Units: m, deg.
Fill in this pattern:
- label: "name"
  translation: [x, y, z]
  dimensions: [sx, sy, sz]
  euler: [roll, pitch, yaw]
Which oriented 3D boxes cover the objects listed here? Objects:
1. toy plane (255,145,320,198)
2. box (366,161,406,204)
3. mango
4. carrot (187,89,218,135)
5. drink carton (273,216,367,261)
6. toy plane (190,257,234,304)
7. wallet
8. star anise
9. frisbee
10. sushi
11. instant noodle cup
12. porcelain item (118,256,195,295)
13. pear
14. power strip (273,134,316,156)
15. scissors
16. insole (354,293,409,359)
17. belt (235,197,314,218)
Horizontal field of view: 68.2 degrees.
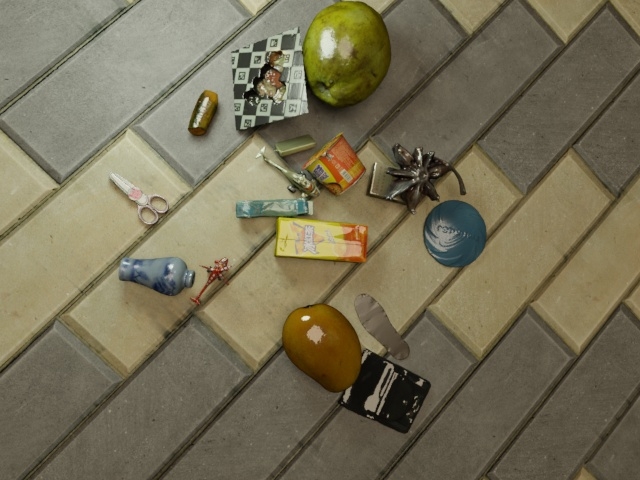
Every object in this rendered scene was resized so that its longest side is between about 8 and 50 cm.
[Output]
- label: "toy plane"
  translation: [-0.121, -0.257, 1.846]
  dimensions: [0.287, 0.108, 0.092]
  euler: [35, 82, 5]
- label: "box"
  translation: [0.299, -0.231, 1.943]
  dimensions: [0.201, 0.058, 0.140]
  euler: [11, 85, -10]
- label: "mango"
  translation: [0.017, 0.402, 1.776]
  dimensions: [0.264, 0.221, 0.377]
  euler: [-35, 104, -15]
- label: "carrot"
  translation: [-0.444, -0.485, 1.803]
  dimensions: [0.082, 0.082, 0.173]
  euler: [18, 84, -10]
- label: "drink carton"
  translation: [0.000, 0.000, 1.847]
  dimensions: [0.352, 0.111, 0.154]
  euler: [5, 85, -10]
- label: "toy plane"
  translation: [-0.404, 0.152, 1.780]
  dimensions: [0.126, 0.077, 0.194]
  euler: [16, 92, -6]
- label: "wallet"
  translation: [0.262, 0.613, 1.898]
  dimensions: [0.323, 0.041, 0.247]
  euler: [29, 80, -6]
- label: "star anise"
  translation: [0.384, -0.243, 1.878]
  dimensions: [0.316, 0.139, 0.359]
  euler: [-37, 110, -3]
- label: "frisbee"
  translation: [0.574, -0.029, 1.988]
  dimensions: [0.290, 0.049, 0.289]
  euler: [1, 86, -11]
- label: "sushi"
  translation: [-0.188, -0.602, 1.819]
  dimensions: [0.321, 0.069, 0.338]
  euler: [-9, 82, 25]
- label: "instant noodle cup"
  translation: [0.062, -0.285, 1.835]
  dimensions: [0.213, 0.213, 0.174]
  euler: [-45, 103, -10]
- label: "porcelain item"
  translation: [-0.589, 0.121, 1.718]
  dimensions: [0.259, 0.141, 0.141]
  euler: [10, 85, -1]
- label: "pear"
  translation: [0.092, -0.706, 1.792]
  dimensions: [0.352, 0.352, 0.413]
  euler: [29, 68, -8]
- label: "power strip"
  translation: [-0.105, -0.374, 1.869]
  dimensions: [0.169, 0.028, 0.076]
  euler: [-18, 48, -13]
- label: "scissors"
  translation: [-0.686, -0.171, 1.761]
  dimensions: [0.242, 0.030, 0.118]
  euler: [42, 79, -8]
- label: "insole"
  translation: [0.249, 0.355, 1.925]
  dimensions: [0.111, 0.007, 0.327]
  euler: [-39, 94, -9]
- label: "belt"
  translation: [-0.175, -0.122, 1.829]
  dimensions: [0.303, 0.087, 0.072]
  euler: [-3, 85, -11]
